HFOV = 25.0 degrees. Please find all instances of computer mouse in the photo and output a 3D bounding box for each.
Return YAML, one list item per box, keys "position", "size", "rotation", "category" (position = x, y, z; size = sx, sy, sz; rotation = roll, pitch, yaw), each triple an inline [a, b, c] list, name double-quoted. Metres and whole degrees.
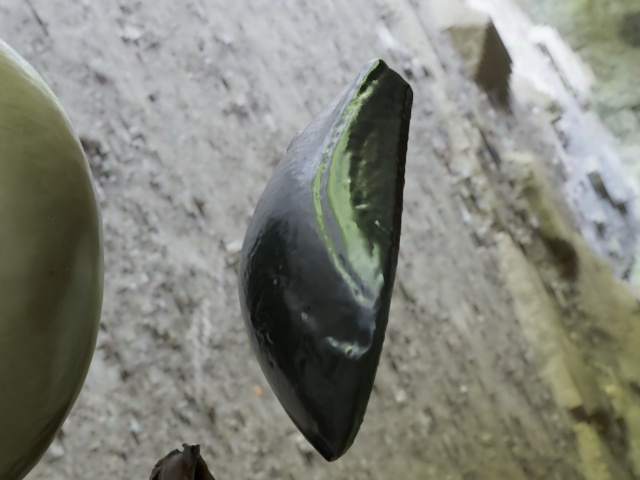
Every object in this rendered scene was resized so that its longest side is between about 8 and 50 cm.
- position: [0.000, 0.000, 0.867]
  size: [0.147, 0.088, 0.264]
  rotation: [112, -7, -48]
  category: "computer mouse"

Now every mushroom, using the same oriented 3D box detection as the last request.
- position: [-0.313, 0.018, 0.921]
  size: [0.295, 0.362, 0.362]
  rotation: [8, 55, -48]
  category: "mushroom"

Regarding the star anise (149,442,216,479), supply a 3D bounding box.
- position: [-0.145, 0.312, 1.120]
  size: [0.148, 0.346, 0.237]
  rotation: [47, 26, 24]
  category: "star anise"
